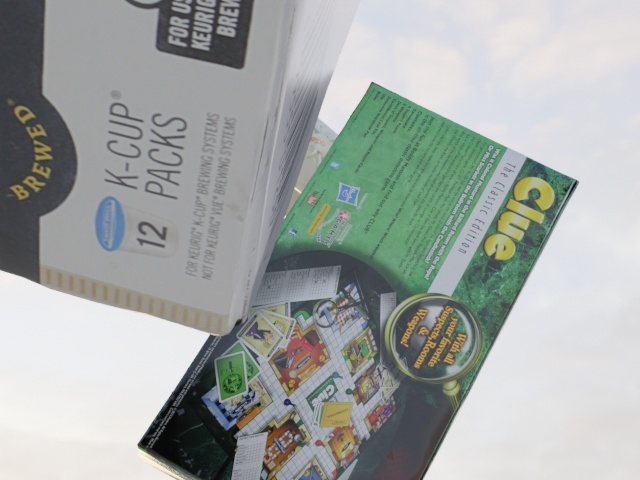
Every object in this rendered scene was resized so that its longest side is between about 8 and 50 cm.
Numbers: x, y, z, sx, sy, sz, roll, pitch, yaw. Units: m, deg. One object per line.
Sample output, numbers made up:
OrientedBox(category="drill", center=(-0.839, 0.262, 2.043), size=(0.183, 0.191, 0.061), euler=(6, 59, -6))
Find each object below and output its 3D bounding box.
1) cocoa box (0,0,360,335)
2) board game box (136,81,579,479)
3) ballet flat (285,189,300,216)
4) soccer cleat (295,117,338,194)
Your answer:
OrientedBox(category="cocoa box", center=(-0.082, -0.192, 0.371), size=(0.227, 0.231, 0.347), euler=(15, -47, 2))
OrientedBox(category="board game box", center=(0.027, 0.039, 0.745), size=(0.136, 0.260, 0.030), euler=(27, -28, 12))
OrientedBox(category="ballet flat", center=(0.000, 0.000, 1.315), size=(0.086, 0.086, 0.248), euler=(-21, -75, 32))
OrientedBox(category="soccer cleat", center=(-0.013, -0.069, 1.041), size=(0.076, 0.068, 0.196), euler=(16, -19, 48))
